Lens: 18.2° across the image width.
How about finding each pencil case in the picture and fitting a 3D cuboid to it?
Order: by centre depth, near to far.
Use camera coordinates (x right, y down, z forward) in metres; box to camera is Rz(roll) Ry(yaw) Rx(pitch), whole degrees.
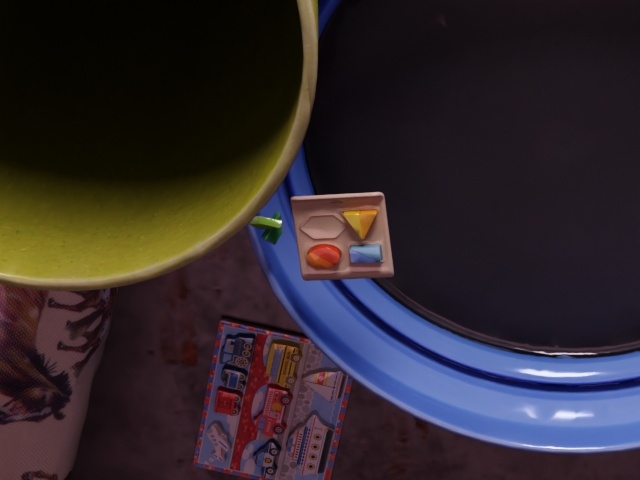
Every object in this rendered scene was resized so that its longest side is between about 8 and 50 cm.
[{"bbox_3d":[-0.238,0.146,1.254,0.160,0.183,0.410,9,101,-26],"label":"pencil case"}]

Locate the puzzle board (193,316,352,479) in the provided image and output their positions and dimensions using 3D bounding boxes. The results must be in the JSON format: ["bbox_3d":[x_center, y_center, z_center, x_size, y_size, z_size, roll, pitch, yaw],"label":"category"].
[{"bbox_3d":[-0.032,0.116,1.367,0.096,0.011,0.128,13,123,1],"label":"puzzle board"}]

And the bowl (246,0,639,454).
[{"bbox_3d":[0.147,-0.049,1.200,0.391,0.077,0.391,4,122,6],"label":"bowl"}]

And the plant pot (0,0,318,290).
[{"bbox_3d":[-0.117,-0.165,1.041,0.275,0.293,0.274,4,121,7],"label":"plant pot"}]

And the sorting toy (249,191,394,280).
[{"bbox_3d":[0.000,0.000,1.200,0.083,0.012,0.062,-3,121,10],"label":"sorting toy"}]
